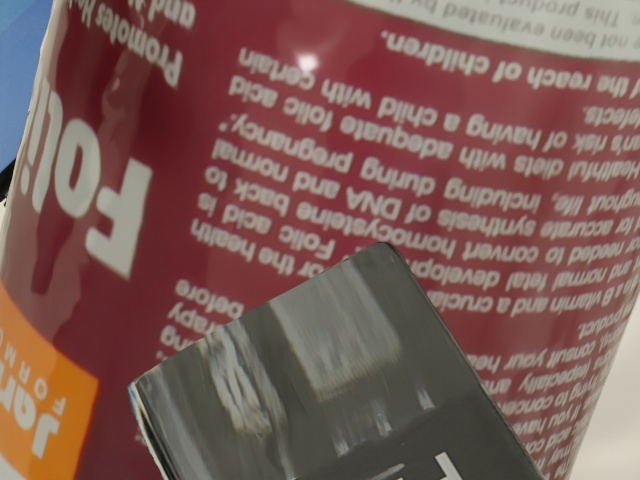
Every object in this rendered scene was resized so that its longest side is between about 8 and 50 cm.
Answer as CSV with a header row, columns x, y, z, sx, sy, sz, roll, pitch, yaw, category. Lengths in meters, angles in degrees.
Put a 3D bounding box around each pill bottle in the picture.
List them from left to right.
x,y,z,sx,sy,sz,roll,pitch,yaw,category
0.000,0.000,0.663,0.224,0.224,0.392,16,112,-3,pill bottle

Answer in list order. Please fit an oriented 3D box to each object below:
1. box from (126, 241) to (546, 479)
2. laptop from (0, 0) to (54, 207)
x,y,z,sx,sy,sz,roll,pitch,yaw,category
0.074,0.177,0.478,0.076,0.242,0.307,-30,144,-3,box
-0.203,-0.131,1.617,0.264,0.234,0.136,33,164,40,laptop
